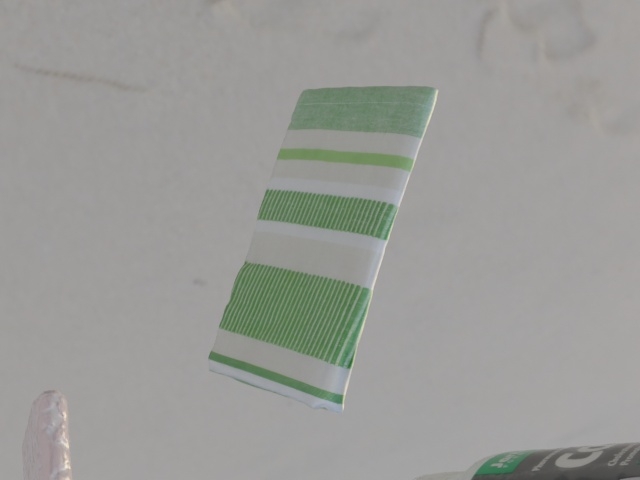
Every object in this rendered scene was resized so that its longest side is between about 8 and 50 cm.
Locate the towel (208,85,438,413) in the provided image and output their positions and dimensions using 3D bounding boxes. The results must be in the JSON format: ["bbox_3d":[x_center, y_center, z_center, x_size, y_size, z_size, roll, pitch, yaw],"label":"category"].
[{"bbox_3d":[0.000,0.000,1.455,0.038,0.325,0.248,22,174,-31],"label":"towel"}]

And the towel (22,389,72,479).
[{"bbox_3d":[-0.387,0.414,2.065,0.053,0.332,0.317,-3,160,-16],"label":"towel"}]

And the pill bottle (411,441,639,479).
[{"bbox_3d":[0.245,0.301,1.383,0.361,0.204,0.204,-13,177,42],"label":"pill bottle"}]
